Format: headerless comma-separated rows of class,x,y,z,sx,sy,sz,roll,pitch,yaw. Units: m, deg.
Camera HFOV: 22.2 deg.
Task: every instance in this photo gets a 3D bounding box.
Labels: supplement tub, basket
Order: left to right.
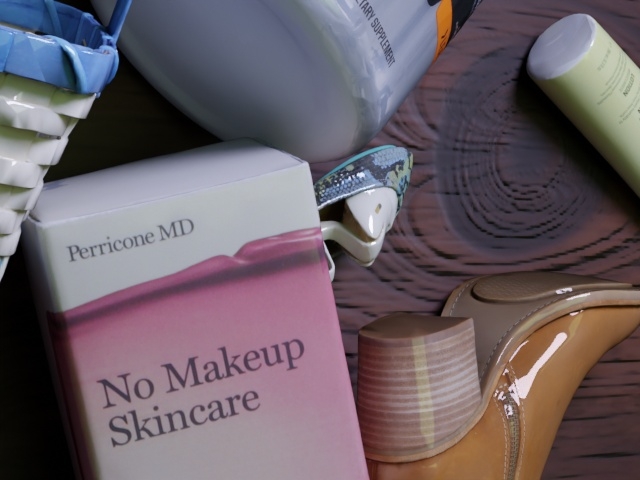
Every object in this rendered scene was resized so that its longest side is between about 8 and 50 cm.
basket,-0.213,-0.131,0.775,0.255,0.201,0.289,18,104,-20
supplement tub,0.031,-0.225,0.975,0.207,0.207,0.338,49,63,-23

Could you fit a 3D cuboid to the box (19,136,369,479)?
box,-0.068,0.075,0.898,0.148,0.127,0.232,-14,104,-14

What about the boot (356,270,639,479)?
boot,0.131,0.142,1.093,0.283,0.109,0.220,-18,107,-50

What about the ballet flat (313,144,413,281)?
ballet flat,0.000,0.000,1.024,0.188,0.070,0.070,-28,104,-28

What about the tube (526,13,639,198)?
tube,0.247,-0.073,1.214,0.070,0.062,0.240,-40,123,13
